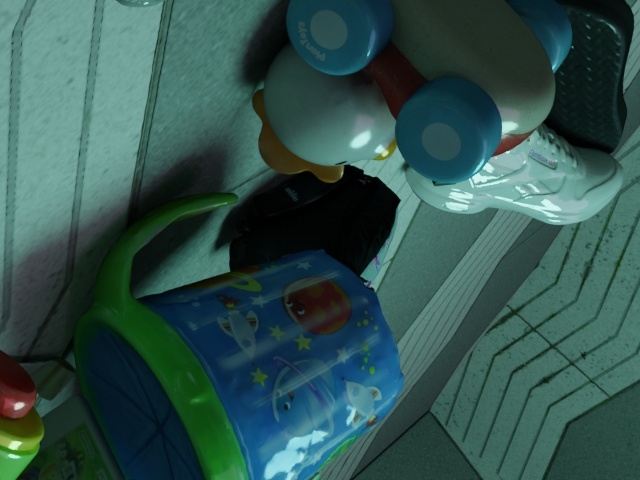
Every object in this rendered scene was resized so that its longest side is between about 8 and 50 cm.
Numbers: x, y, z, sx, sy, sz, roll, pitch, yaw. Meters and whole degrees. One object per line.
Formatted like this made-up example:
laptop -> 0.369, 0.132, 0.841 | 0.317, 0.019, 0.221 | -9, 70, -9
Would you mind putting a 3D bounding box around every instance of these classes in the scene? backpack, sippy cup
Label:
backpack -> 0.000, 0.000, 1.359 | 0.182, 0.152, 0.115 | -51, 178, -44
sippy cup -> -0.060, 0.122, 1.154 | 0.224, 0.240, 0.306 | -25, 141, -28

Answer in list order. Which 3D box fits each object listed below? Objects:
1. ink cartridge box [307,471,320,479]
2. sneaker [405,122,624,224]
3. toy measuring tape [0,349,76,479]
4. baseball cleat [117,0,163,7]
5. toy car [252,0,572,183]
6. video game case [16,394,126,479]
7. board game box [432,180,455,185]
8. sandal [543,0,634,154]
ink cartridge box -> -0.126, 0.248, 1.375 | 0.117, 0.201, 0.278 | -40, 164, -27
sneaker -> 0.265, -0.103, 1.678 | 0.305, 0.114, 0.152 | 0, 131, -25
toy measuring tape -> -0.245, 0.139, 1.028 | 0.121, 0.121, 0.330 | -49, 166, 6
baseball cleat -> -0.098, -0.168, 0.719 | 0.109, 0.072, 0.206 | -47, 164, 27
toy car -> 0.043, -0.116, 1.061 | 0.238, 0.210, 0.219 | -43, -176, 40
video game case -> -0.239, 0.264, 1.116 | 0.193, 0.212, 0.023 | -34, 149, 1
board game box -> 0.139, -0.163, 1.253 | 0.030, 0.136, 0.260 | -9, 160, -16
sandal -> 0.322, -0.216, 1.679 | 0.446, 0.167, 0.107 | 85, 26, -71
